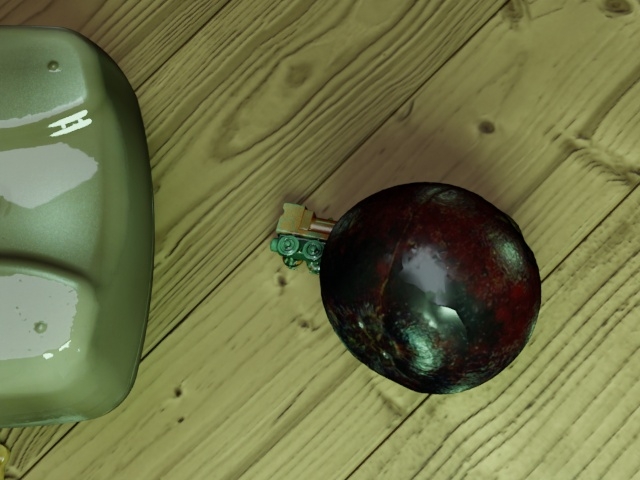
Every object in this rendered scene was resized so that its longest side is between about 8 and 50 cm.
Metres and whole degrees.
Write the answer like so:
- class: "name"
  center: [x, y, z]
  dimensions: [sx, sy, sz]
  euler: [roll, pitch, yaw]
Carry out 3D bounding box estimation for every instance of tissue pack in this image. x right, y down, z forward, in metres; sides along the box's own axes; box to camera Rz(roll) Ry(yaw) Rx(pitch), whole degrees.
- class: "tissue pack"
  center: [-0.304, -0.003, 1.144]
  dimensions: [0.267, 0.277, 0.387]
  euler: [-4, 73, 3]

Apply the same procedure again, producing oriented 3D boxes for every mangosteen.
- class: "mangosteen"
  center: [0.116, 0.039, 1.077]
  dimensions: [0.216, 0.216, 0.216]
  euler: [-3, 72, 11]

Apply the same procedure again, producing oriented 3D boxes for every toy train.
- class: "toy train"
  center: [0.000, 0.000, 1.196]
  dimensions: [0.103, 0.044, 0.064]
  euler: [11, 65, 15]

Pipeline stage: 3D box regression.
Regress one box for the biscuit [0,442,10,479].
- class: "biscuit"
  center: [-0.426, 0.266, 1.208]
  dimensions: [0.184, 0.027, 0.134]
  euler: [-3, 71, 11]
